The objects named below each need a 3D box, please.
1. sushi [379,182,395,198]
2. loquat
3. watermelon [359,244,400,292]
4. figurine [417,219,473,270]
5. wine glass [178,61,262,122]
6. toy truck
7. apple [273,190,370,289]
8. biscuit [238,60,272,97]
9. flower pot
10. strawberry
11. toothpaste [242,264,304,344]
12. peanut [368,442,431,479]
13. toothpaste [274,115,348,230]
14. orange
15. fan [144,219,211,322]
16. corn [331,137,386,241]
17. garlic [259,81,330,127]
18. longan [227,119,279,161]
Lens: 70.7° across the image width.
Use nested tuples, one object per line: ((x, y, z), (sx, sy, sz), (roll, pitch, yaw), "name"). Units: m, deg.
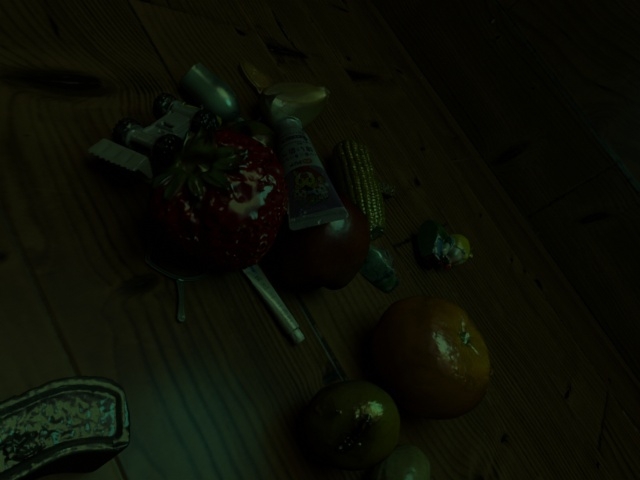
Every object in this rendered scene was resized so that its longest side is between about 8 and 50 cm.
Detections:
((0.211, -0.167, 1.509), (0.120, 0.055, 0.052), (9, 60, -42), "sushi")
((0.057, 0.334, 0.821), (0.204, 0.172, 0.149), (82, 2, -70), "loquat")
((0.160, 0.047, 1.258), (0.187, 0.071, 0.139), (45, 32, -8), "watermelon")
((0.425, 0.044, 1.511), (0.234, 0.127, 0.185), (37, 42, -36), "figurine")
((-0.250, -0.345, 1.125), (0.202, 0.093, 0.093), (42, 37, -13), "wine glass")
((-0.314, -0.198, 0.904), (0.137, 0.111, 0.285), (23, 45, 13), "toy truck")
((0.001, 0.000, 1.000), (0.234, 0.234, 0.233), (29, 41, -29), "apple")
((-0.188, -0.495, 1.383), (0.140, 0.023, 0.118), (50, 36, -2), "biscuit")
((-0.344, 0.228, 0.507), (0.229, 0.108, 0.103), (2, 57, -48), "flower pot")
((-0.170, -0.060, 0.847), (0.276, 0.258, 0.257), (66, 11, -57), "strawberry")
((-0.095, 0.131, 0.934), (0.190, 0.031, 0.048), (54, 38, 9), "toothpaste")
((0.147, 0.481, 0.820), (0.137, 0.122, 0.253), (47, 30, -23), "peanut")
((-0.038, -0.144, 0.933), (0.114, 0.073, 0.299), (-13, 52, -7), "toothpaste")
((0.246, 0.261, 1.025), (0.284, 0.226, 0.283), (32, 35, -26), "orange")
((-0.261, 0.051, 0.837), (0.132, 0.009, 0.219), (17, 48, -38), "fan")
((0.114, -0.154, 1.331), (0.131, 0.131, 0.344), (17, 49, -39), "corn")
((-0.088, -0.391, 1.284), (0.245, 0.164, 0.145), (-28, 99, -49), "garlic")
((-0.160, -0.199, 1.065), (0.176, 0.145, 0.154), (69, 28, -59), "longan")
